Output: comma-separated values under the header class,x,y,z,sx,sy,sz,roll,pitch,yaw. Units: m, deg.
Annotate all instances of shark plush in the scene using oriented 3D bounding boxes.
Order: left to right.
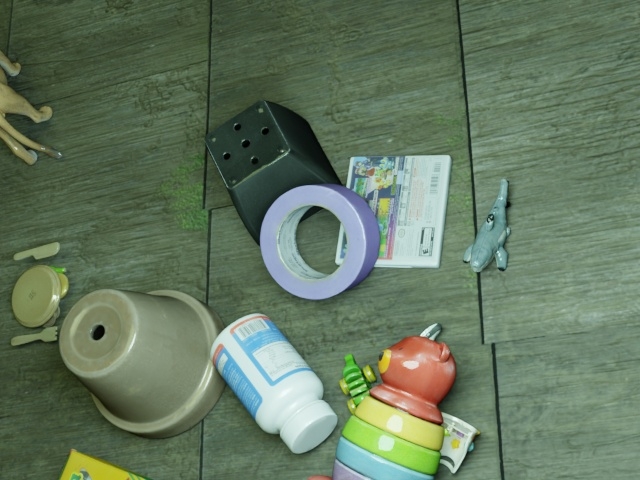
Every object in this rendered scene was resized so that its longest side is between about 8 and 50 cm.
class,x,y,z,sx,sy,sz,roll,pitch,yaw
shark plush,0.284,-0.020,1.626,0.073,0.067,0.161,26,81,29

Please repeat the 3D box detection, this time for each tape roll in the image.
class,x,y,z,sx,sy,sz,roll,pitch,yaw
tape roll,0.000,0.000,1.687,0.189,0.080,0.189,3,97,21

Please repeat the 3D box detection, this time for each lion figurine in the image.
class,x,y,z,sx,sy,sz,roll,pitch,yaw
lion figurine,-0.686,-0.325,2.056,0.142,0.240,0.392,-47,60,-1

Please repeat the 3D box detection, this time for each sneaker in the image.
class,x,y,z,sx,sy,sz,roll,pitch,yaw
sneaker,0.163,0.180,1.617,0.043,0.040,0.109,38,90,14

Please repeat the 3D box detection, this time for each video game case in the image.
class,x,y,z,sx,sy,sz,roll,pitch,yaw
video game case,0.126,-0.051,1.731,0.183,0.023,0.201,1,71,23

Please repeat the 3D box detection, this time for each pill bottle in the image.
class,x,y,z,sx,sy,sz,roll,pitch,yaw
pill bottle,-0.073,0.235,1.639,0.124,0.124,0.221,-42,60,2

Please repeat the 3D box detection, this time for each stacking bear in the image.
class,x,y,z,sx,sy,sz,roll,pitch,yaw
stacking bear,0.110,0.279,1.504,0.164,0.175,0.289,23,87,-8

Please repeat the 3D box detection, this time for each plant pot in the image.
class,x,y,z,sx,sy,sz,roll,pitch,yaw
plant pot,-0.313,0.186,1.699,0.263,0.229,0.263,-8,67,18
plant pot,-0.097,-0.136,1.777,0.187,0.167,0.188,-31,60,7

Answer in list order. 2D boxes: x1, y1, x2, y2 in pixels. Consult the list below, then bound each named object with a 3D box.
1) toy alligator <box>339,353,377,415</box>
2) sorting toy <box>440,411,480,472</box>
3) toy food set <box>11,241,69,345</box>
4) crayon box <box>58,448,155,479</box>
class,x,y,z,sx,sy,sz,roll,pitch,yaw
toy alligator,0.072,0.260,1.608,0.056,0.051,0.190,-28,61,10
sorting toy,0.200,0.312,1.542,0.083,0.045,0.075,25,95,48
toy food set,-0.538,0.108,1.940,0.132,0.038,0.192,-12,70,26
crayon box,-0.352,0.482,1.678,0.318,0.081,0.202,13,75,27
